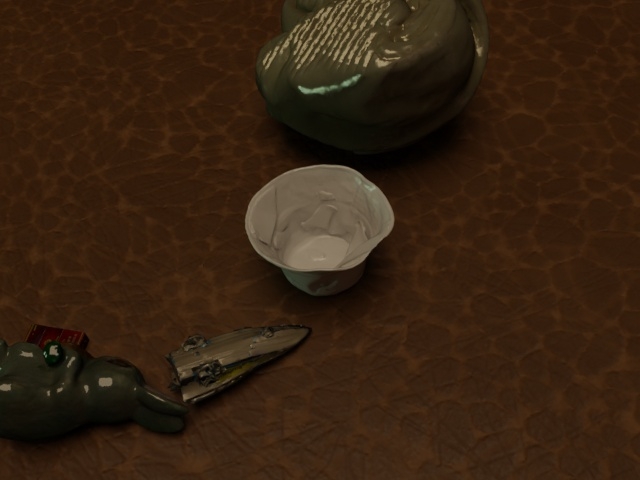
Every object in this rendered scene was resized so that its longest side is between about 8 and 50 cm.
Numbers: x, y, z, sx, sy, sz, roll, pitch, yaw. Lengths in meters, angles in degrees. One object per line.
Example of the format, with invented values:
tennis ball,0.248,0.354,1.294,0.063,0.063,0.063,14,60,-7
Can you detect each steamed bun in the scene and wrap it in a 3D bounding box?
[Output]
steamed bun,0.097,-0.284,1.168,0.368,0.255,0.342,20,73,50

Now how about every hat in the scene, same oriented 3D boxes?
hat,0.000,0.000,1.046,0.203,0.126,0.203,-2,55,2

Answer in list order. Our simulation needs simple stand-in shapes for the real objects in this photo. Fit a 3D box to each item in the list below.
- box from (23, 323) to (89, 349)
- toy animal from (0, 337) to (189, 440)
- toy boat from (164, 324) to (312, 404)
box,-0.371,0.148,1.026,0.082,0.023,0.051,8,55,9
toy animal,-0.296,0.197,0.947,0.252,0.127,0.125,8,61,-12
toy boat,-0.106,0.150,0.991,0.210,0.066,0.084,-16,44,-21
